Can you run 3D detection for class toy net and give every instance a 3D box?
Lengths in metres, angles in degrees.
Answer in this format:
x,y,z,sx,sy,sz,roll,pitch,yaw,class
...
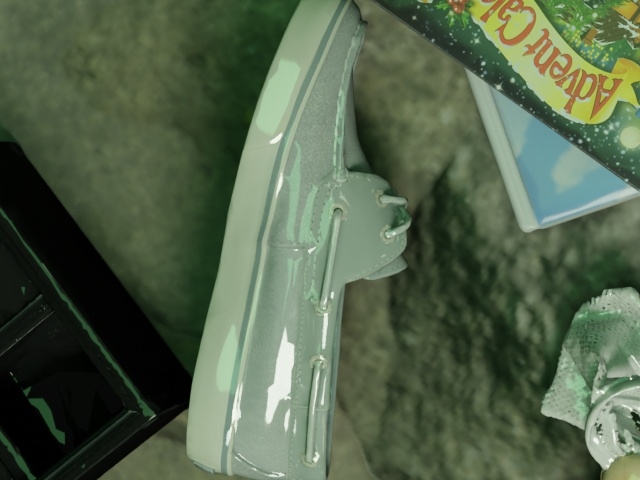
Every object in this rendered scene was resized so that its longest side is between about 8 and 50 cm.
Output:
x,y,z,sx,sy,sz,roll,pitch,yaw,class
0.152,0.135,0.700,0.122,0.045,0.232,-8,93,30,toy net

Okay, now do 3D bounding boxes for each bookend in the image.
x,y,z,sx,sy,sz,roll,pitch,yaw,class
-0.168,0.061,0.770,0.156,0.072,0.157,-38,83,12,bookend

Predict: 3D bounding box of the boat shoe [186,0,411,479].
x,y,z,sx,sy,sz,roll,pitch,yaw,class
0.000,0.001,0.734,0.081,0.079,0.227,13,100,3,boat shoe

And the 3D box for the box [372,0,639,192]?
x,y,z,sx,sy,sz,roll,pitch,yaw,class
0.157,-0.100,0.680,0.233,0.044,0.159,36,98,10,box

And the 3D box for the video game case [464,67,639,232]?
x,y,z,sx,sy,sz,roll,pitch,yaw,class
0.145,-0.133,0.717,0.193,0.023,0.212,-19,88,13,video game case
